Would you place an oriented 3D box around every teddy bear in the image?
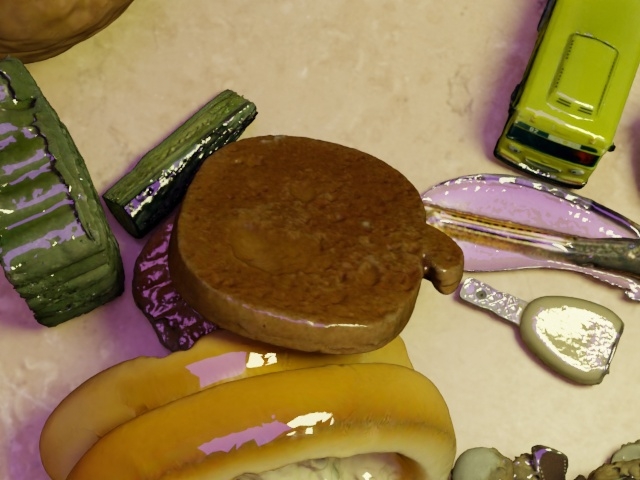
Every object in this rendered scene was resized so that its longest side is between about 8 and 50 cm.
[{"bbox_3d":[0.294,0.321,1.257,0.256,0.156,0.267,-21,54,-6],"label":"teddy bear"}]

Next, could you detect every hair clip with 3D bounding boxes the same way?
[{"bbox_3d":[0.271,-0.005,1.396,0.359,0.095,0.110,13,109,10],"label":"hair clip"}]

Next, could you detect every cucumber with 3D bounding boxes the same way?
[{"bbox_3d":[-0.156,-0.091,1.406,0.211,0.062,0.078,-42,36,-17],"label":"cucumber"}]

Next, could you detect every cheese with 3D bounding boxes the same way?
[{"bbox_3d":[0.253,0.093,1.376,0.192,0.037,0.097,25,75,4],"label":"cheese"}]

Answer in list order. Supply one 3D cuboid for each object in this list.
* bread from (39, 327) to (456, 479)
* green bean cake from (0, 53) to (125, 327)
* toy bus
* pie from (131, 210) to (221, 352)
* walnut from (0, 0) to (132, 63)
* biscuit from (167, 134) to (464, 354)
[{"bbox_3d":[-0.074,0.238,1.255,0.424,0.329,0.245,-18,35,-6],"label":"bread"},{"bbox_3d":[-0.312,-0.048,1.292,0.132,0.255,0.241,-22,72,-10],"label":"green bean cake"},{"bbox_3d":[0.309,-0.209,1.402,0.128,0.150,0.262,21,74,3],"label":"toy bus"},{"bbox_3d":[-0.127,0.053,1.374,0.195,0.046,0.195,1,74,-3],"label":"pie"},{"bbox_3d":[-0.351,-0.398,1.360,0.354,0.308,0.398,45,76,-24],"label":"walnut"},{"bbox_3d":[0.000,0.001,1.282,0.314,0.063,0.367,13,33,-1],"label":"biscuit"}]
